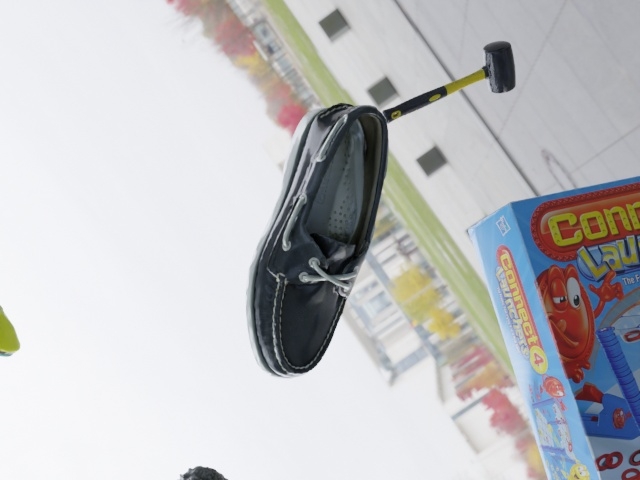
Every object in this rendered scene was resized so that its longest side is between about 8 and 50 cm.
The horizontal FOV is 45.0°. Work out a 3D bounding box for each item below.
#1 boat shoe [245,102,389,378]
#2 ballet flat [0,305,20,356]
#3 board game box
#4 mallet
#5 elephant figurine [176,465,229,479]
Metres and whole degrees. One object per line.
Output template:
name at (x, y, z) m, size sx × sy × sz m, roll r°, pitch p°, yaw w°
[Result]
boat shoe at (0.000, 0.000, 0.812) m, size 0.114 × 0.303 × 0.091 m, roll 11°, pitch 176°, yaw -35°
ballet flat at (-0.453, 0.055, 0.922) m, size 0.230 × 0.077 × 0.077 m, roll 30°, pitch -175°, yaw -5°
board game box at (0.339, 0.089, 0.768) m, size 0.086 × 0.308 × 0.302 m, roll 135°, pitch 121°, yaw -67°
mallet at (0.166, -0.184, 0.978) m, size 0.062 × 0.189 × 0.039 m, roll 64°, pitch 172°, yaw -33°
elephant figurine at (0.005, 0.262, 0.425) m, size 0.185 × 0.240 × 0.169 m, roll 3°, pitch -157°, yaw -25°
